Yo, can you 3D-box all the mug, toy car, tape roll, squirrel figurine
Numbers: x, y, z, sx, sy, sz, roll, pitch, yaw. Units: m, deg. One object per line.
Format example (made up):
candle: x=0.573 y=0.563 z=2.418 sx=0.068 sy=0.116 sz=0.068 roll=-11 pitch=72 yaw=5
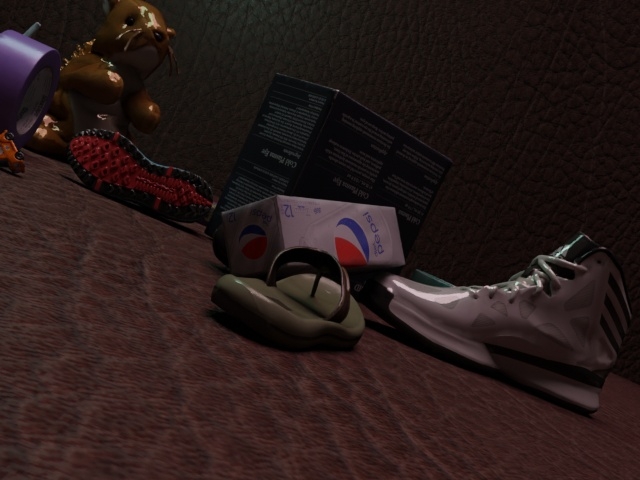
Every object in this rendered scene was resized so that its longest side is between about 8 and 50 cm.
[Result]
mug: x=0.204 y=0.119 z=1.447 sx=0.129 sy=0.097 sz=0.158 roll=27 pitch=4 yaw=41
toy car: x=-0.437 y=-0.111 z=1.097 sx=0.040 sy=0.060 sz=0.122 roll=-26 pitch=7 yaw=-26
tape roll: x=-0.518 y=-0.251 z=1.349 sx=0.080 sy=0.189 sz=0.189 roll=25 pitch=2 yaw=-5
squirrel figurine: x=-0.478 y=-0.348 z=1.728 sx=0.281 sy=0.370 sz=0.397 roll=22 pitch=3 yaw=-36

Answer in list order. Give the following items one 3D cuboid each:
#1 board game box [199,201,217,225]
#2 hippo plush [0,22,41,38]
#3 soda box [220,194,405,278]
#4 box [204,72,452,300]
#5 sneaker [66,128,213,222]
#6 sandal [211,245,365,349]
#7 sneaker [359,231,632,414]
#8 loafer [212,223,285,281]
board game box: x=-0.158 y=-0.025 z=1.723 sx=0.347 sy=0.056 sz=0.208 roll=24 pitch=6 yaw=-14
hippo plush: x=-0.860 y=-0.405 z=1.943 sx=0.294 sy=0.234 sz=0.236 roll=10 pitch=30 yaw=12
soda box: x=0.000 y=0.000 z=1.090 sx=0.098 sy=0.091 sz=0.286 roll=-15 pitch=-10 yaw=34
box: x=0.021 y=-0.080 z=1.441 sx=0.343 sy=0.312 sz=0.179 roll=23 pitch=2 yaw=-44
sneaker: x=-0.312 y=-0.093 z=1.363 sx=0.262 sy=0.104 sz=0.125 roll=28 pitch=-16 yaw=-3
sandal: x=-0.012 y=0.052 z=0.816 sx=0.120 sy=0.086 sz=0.303 roll=25 pitch=2 yaw=13
sneaker: x=0.290 y=0.078 z=1.240 sx=0.448 sy=0.257 sz=0.169 roll=23 pitch=2 yaw=-19
loafer: x=-0.078 y=0.027 z=1.129 sx=0.078 sy=0.080 sz=0.220 roll=-16 pitch=-23 yaw=36
